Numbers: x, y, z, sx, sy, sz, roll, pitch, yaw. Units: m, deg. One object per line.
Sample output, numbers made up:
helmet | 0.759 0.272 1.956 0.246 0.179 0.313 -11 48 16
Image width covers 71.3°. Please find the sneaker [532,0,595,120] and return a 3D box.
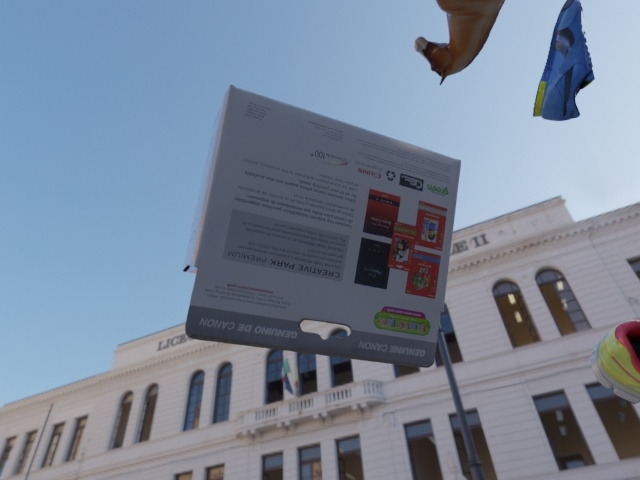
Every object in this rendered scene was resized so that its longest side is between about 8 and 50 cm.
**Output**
sneaker | 0.425 -0.303 0.753 0.082 0.209 0.069 14 0 30

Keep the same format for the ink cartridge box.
ink cartridge box | 0.000 0.000 0.559 0.309 0.272 0.130 13 -11 -20

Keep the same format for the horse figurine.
horse figurine | 0.165 -0.296 0.417 0.174 0.066 0.263 40 -60 -17

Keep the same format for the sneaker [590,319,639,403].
sneaker | 0.340 0.122 0.364 0.208 0.081 0.094 14 -29 35
